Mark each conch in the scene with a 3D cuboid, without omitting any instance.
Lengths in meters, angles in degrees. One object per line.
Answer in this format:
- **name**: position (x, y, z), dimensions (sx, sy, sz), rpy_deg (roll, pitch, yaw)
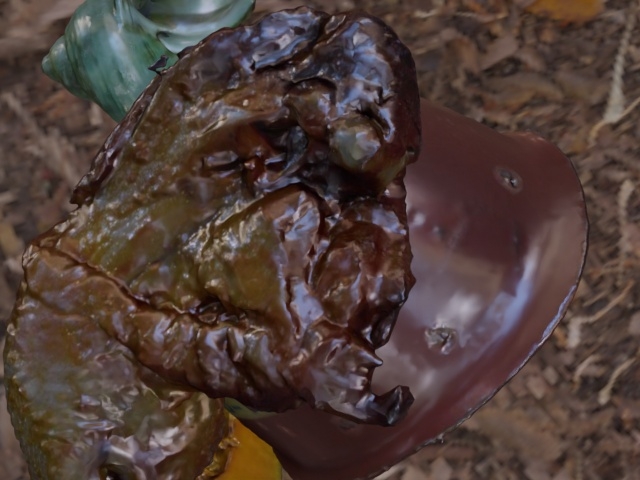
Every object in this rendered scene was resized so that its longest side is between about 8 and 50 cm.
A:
- **conch**: position (-0.147, -0.185, 1.383), dimensions (0.122, 0.188, 0.176), rpy_deg (34, 154, 48)

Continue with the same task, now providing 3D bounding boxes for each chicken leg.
- **chicken leg**: position (-0.052, 0.052, 0.660), dimensions (0.177, 0.083, 0.322), rpy_deg (46, 108, 28)

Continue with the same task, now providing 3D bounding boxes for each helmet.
- **helmet**: position (0.000, 0.000, 1.251), dimensions (0.230, 0.338, 0.385), rpy_deg (35, 161, -22)

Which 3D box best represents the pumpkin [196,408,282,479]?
- **pumpkin**: position (-0.125, 0.186, 1.588), dimensions (0.139, 0.221, 0.317), rpy_deg (-31, 43, 39)
